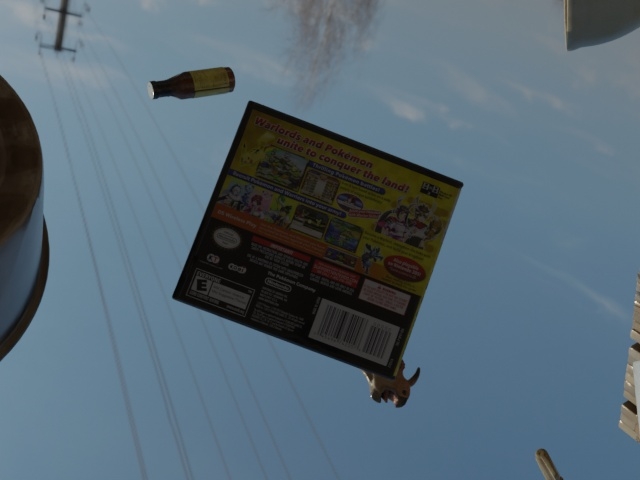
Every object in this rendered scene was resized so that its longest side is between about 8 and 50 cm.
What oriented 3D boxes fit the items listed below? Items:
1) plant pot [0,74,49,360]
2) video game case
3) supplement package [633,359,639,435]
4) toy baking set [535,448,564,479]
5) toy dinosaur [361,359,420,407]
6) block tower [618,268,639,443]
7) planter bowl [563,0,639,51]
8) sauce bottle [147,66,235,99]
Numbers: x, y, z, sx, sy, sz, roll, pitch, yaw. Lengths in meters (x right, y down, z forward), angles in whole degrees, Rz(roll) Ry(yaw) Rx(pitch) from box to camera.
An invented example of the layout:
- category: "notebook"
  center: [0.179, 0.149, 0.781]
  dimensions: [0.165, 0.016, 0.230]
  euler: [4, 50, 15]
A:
- category: "plant pot"
  center: [-0.363, -0.025, 0.601]
  dimensions: [0.323, 0.280, 0.323]
  euler: [14, -115, -31]
- category: "video game case"
  center: [0.000, 0.000, 0.864]
  dimensions: [0.274, 0.248, 0.035]
  euler: [21, 174, -3]
- category: "supplement package"
  center: [0.447, 0.177, 0.783]
  dimensions: [0.179, 0.105, 0.105]
  euler: [2, 166, -7]
- category: "toy baking set"
  center: [0.336, 0.397, 0.946]
  dimensions: [0.256, 0.030, 0.197]
  euler: [62, -168, -5]
- category: "toy dinosaur"
  center: [0.060, 0.072, 1.052]
  dimensions: [0.200, 0.296, 0.127]
  euler: [9, -176, -15]
- category: "block tower"
  center: [0.503, 0.157, 1.045]
  dimensions: [0.091, 0.336, 0.097]
  euler: [-23, -143, -22]
- category: "planter bowl"
  center: [0.308, -0.283, 0.756]
  dimensions: [0.109, 0.162, 0.162]
  euler: [-1, -158, 18]
- category: "sauce bottle"
  center: [-0.190, -0.230, 1.082]
  dimensions: [0.128, 0.042, 0.042]
  euler: [-13, -139, -30]
